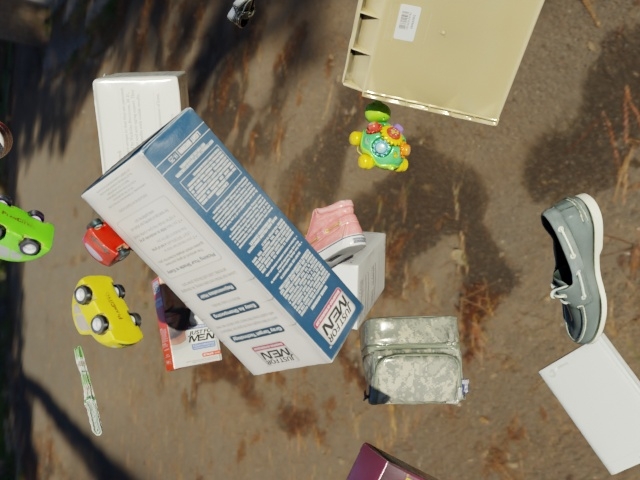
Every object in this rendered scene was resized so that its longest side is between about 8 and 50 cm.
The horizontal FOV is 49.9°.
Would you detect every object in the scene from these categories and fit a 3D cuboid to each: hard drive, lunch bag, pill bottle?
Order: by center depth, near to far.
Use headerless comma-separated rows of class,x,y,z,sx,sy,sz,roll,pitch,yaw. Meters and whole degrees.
pill bottle,-0.673,-0.197,1.379,0.152,0.086,0.086,-138,58,-69
hard drive,0.725,0.414,1.740,0.203,0.040,0.307,-44,72,36
lunch bag,0.274,0.364,2.059,0.212,0.305,0.256,110,159,-73

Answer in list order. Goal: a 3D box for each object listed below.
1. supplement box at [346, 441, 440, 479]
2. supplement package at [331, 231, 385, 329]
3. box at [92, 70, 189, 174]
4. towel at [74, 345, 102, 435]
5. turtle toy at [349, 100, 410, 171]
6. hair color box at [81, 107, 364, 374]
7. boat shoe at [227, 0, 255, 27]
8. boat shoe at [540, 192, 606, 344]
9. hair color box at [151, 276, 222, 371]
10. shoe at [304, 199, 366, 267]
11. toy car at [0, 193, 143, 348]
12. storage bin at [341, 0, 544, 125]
supplement box,0.122,0.356,0.890,0.104,0.188,0.081,-62,16,-8
supplement package,0.043,0.073,1.427,0.244,0.139,0.133,-40,-47,-66
box,-0.264,-0.165,1.059,0.181,0.119,0.181,-112,19,-73
towel,-0.468,0.301,1.377,0.152,0.023,0.113,-126,31,-43
turtle toy,0.103,-0.173,1.150,0.066,0.095,0.130,-50,49,47
hair color box,-0.123,0.016,0.894,0.174,0.347,0.105,-20,26,47
boat shoe,-0.147,-0.457,1.351,0.049,0.040,0.142,-50,13,-12
boat shoe,0.475,0.067,1.319,0.116,0.099,0.319,-124,20,-63
hair color box,-0.243,0.145,1.246,0.053,0.093,0.167,-30,71,58
shoe,0.000,0.000,1.119,0.178,0.063,0.081,-30,68,43
toy car,-0.316,0.017,0.825,0.053,0.225,0.239,-43,36,22
storage bin,0.186,-0.337,1.040,0.123,0.261,0.262,-77,-1,-49
